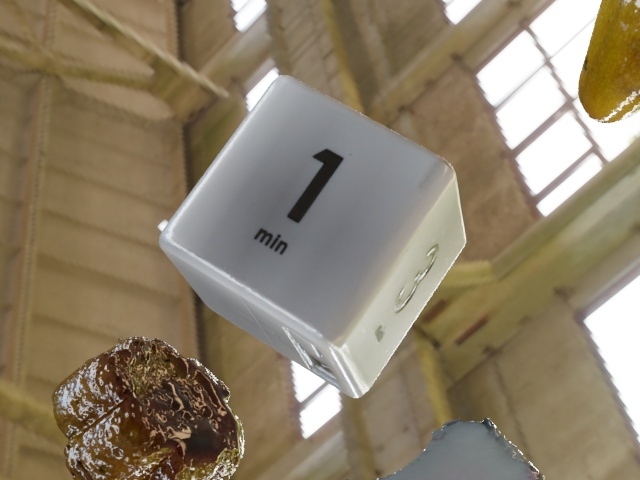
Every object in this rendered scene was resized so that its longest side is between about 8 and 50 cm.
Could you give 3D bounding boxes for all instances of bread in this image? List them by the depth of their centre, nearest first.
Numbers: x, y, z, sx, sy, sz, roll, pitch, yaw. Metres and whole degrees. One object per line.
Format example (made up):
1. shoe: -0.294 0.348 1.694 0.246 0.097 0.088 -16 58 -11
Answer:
1. bread: -0.212 0.222 1.503 0.247 0.135 0.232 4 -134 -56

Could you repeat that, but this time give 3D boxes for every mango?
1. mango: 0.327 -0.242 1.141 0.120 0.294 0.177 19 -174 12

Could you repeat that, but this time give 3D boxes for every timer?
1. timer: 0.000 0.000 1.143 0.194 0.195 0.192 30 167 19

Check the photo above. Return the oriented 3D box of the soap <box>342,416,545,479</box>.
1. soap: 0.097 0.216 0.768 0.257 0.159 0.302 77 168 -60
